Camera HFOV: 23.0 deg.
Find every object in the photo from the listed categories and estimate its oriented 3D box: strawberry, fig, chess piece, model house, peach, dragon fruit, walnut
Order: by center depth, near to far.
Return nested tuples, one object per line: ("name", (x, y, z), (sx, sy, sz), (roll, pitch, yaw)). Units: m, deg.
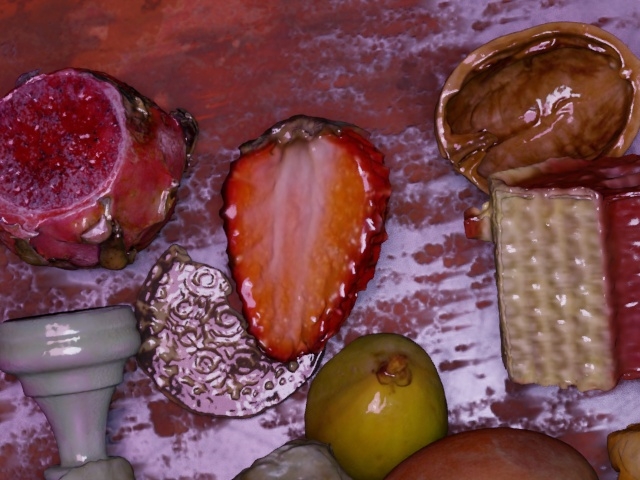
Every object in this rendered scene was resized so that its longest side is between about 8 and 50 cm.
("peach", (0.150, 0.295, 1.386), (0.252, 0.252, 0.252), (-1, 79, 5))
("model house", (0.260, 0.026, 1.433), (0.254, 0.160, 0.196), (-4, 107, 5))
("fig", (0.054, 0.159, 1.481), (0.136, 0.121, 0.153), (7, 104, 1))
("chess piece", (-0.228, 0.202, 1.506), (0.139, 0.139, 0.272), (-7, 91, 4))
("strawberry", (0.000, 0.000, 1.519), (0.190, 0.111, 0.236), (6, 91, 36))
("walnut", (0.210, -0.118, 1.528), (0.211, 0.087, 0.167), (-23, 86, -4))
("dragon fruit", (-0.253, -0.063, 1.534), (0.282, 0.147, 0.211), (-23, 79, -1))

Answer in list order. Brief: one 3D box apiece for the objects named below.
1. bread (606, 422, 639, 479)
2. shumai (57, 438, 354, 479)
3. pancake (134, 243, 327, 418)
("bread", (0.356, 0.298, 1.415), (0.167, 0.132, 0.294), (-11, 78, 3))
("shumai", (-0.110, 0.340, 1.359), (0.288, 0.292, 0.330), (-1, 71, -15))
("pancake", (-0.096, 0.084, 1.556), (0.184, 0.020, 0.190), (-21, 79, 2))
